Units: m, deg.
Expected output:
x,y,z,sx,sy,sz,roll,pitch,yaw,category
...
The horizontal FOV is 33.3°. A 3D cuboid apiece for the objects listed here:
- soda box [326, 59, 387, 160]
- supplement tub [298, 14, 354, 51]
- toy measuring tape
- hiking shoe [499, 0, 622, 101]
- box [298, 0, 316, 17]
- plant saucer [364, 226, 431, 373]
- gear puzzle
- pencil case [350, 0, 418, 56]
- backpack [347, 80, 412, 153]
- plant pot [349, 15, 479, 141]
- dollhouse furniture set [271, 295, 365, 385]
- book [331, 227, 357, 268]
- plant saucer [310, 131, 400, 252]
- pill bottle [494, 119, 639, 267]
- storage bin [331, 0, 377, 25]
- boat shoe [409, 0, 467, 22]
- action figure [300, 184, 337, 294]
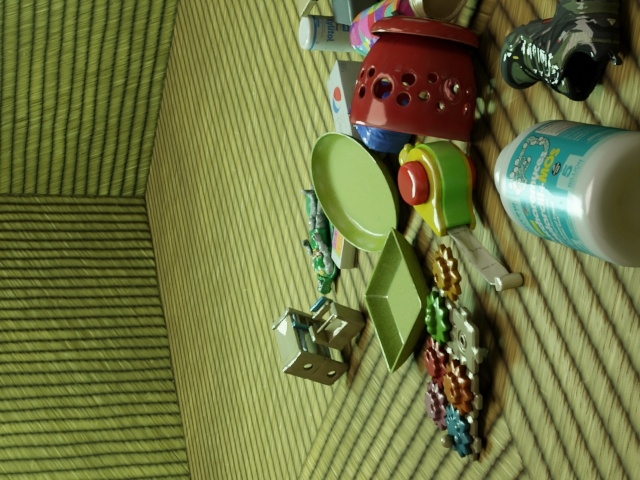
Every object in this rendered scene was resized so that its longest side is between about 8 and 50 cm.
x,y,z,sx,sy,sz,roll,pitch,yaw,category
0.068,-0.239,2.051,0.074,0.069,0.216,121,145,-56,soda box
0.016,-0.415,2.144,0.071,0.107,0.071,179,90,-71,supplement tub
0.205,-0.061,1.602,0.330,0.121,0.121,55,141,46,toy measuring tape
0.297,-0.224,1.353,0.227,0.086,0.114,142,129,-66,hiking shoe
0.002,-0.554,2.059,0.201,0.021,0.164,133,142,-54,box
0.142,0.105,1.870,0.188,0.045,0.188,109,153,-43,plant saucer
0.193,0.168,1.637,0.175,0.044,0.339,-128,32,-61,gear puzzle
0.131,-0.369,1.828,0.236,0.104,0.104,-175,85,-73,pencil case
0.111,-0.216,1.883,0.120,0.098,0.101,-107,29,-42,backpack
0.149,-0.248,1.642,0.191,0.191,0.174,-160,78,-70,plant pot
0.014,0.181,2.175,0.184,0.129,0.129,-48,39,27,dollhouse furniture set
0.049,-0.024,2.168,0.096,0.035,0.144,-134,47,-68,book
0.070,-0.093,1.972,0.241,0.037,0.241,38,142,37,plant saucer
0.304,-0.063,1.243,0.264,0.146,0.146,-151,62,-69,pill bottle
0.059,-0.463,2.057,0.135,0.098,0.091,-142,44,-67,storage bin
0.213,-0.459,1.545,0.110,0.121,0.341,-112,30,-49,boat shoe
0.000,0.000,2.273,0.137,0.063,0.232,152,113,-65,action figure
